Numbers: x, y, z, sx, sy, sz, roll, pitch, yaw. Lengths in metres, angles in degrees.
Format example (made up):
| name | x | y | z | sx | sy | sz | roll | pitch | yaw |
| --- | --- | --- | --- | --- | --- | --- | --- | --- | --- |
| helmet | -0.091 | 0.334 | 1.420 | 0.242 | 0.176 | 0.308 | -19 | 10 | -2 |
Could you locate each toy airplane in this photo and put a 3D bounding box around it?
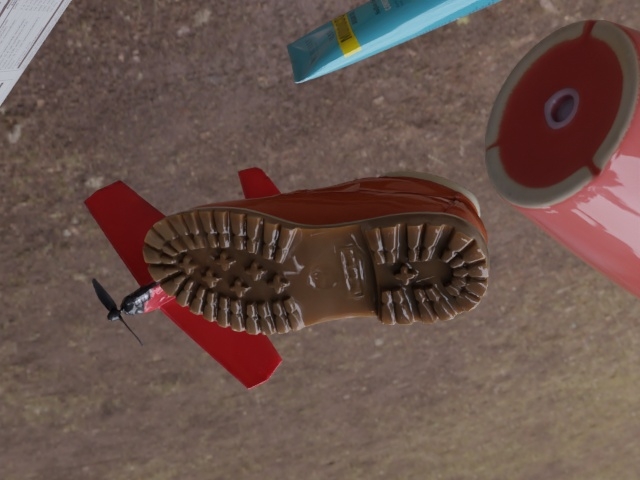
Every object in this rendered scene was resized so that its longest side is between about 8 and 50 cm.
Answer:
| name | x | y | z | sx | sy | sz | roll | pitch | yaw |
| --- | --- | --- | --- | --- | --- | --- | --- | --- | --- |
| toy airplane | -0.058 | 0.009 | 0.499 | 0.151 | 0.151 | 0.028 | -1 | 145 | -25 |

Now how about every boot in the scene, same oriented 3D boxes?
| name | x | y | z | sx | sy | sz | roll | pitch | yaw |
| --- | --- | --- | --- | --- | --- | --- | --- | --- | --- |
| boot | 0.000 | 0.000 | 0.413 | 0.157 | 0.085 | 0.059 | 1 | 116 | 13 |

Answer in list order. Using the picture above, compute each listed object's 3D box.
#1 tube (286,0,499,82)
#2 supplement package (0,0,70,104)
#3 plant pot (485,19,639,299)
| name | x | y | z | sx | sy | sz | roll | pitch | yaw |
| --- | --- | --- | --- | --- | --- | --- | --- | --- | --- |
| tube | 0.066 | -0.203 | 0.809 | 0.207 | 0.080 | 0.052 | -23 | 121 | 9 |
| supplement package | -0.328 | -0.186 | 0.572 | 0.204 | 0.262 | 0.145 | -50 | -179 | 15 |
| plant pot | 0.321 | -0.088 | 0.902 | 0.243 | 0.275 | 0.275 | 21 | 134 | -30 |
